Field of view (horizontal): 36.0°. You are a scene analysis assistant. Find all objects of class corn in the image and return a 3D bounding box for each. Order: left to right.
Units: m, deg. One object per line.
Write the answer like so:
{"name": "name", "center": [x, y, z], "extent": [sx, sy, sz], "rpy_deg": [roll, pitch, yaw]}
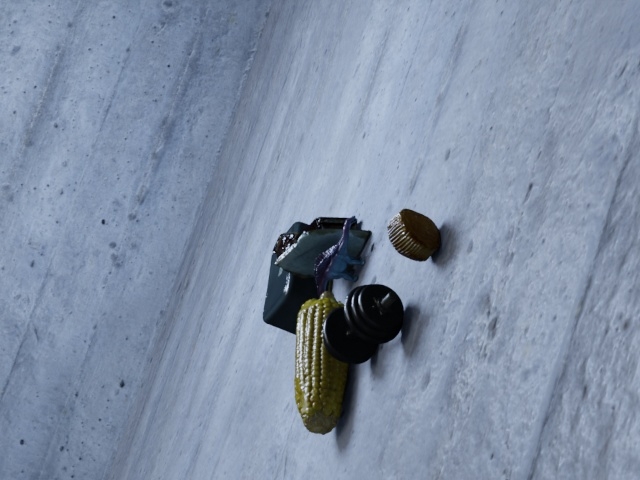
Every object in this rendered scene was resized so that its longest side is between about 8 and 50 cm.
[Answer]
{"name": "corn", "center": [0.002, 0.198, 1.650], "extent": [0.097, 0.097, 0.262], "rpy_deg": [-50, 27, 47]}

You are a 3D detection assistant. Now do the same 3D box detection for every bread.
{"name": "bread", "center": [0.137, -0.004, 1.489], "extent": [0.053, 0.085, 0.085], "rpy_deg": [-48, 27, 33]}

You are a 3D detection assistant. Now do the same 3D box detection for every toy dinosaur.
{"name": "toy dinosaur", "center": [0.030, 0.047, 1.757], "extent": [0.197, 0.080, 0.045], "rpy_deg": [-65, 21, 13]}

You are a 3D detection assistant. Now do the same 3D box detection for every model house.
{"name": "model house", "center": [-0.007, 0.000, 1.837], "extent": [0.152, 0.165, 0.106], "rpy_deg": [-111, 28, -67]}

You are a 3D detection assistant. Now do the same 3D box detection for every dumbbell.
{"name": "dumbbell", "center": [0.065, 0.129, 1.528], "extent": [0.208, 0.099, 0.099], "rpy_deg": [131, 154, -51]}

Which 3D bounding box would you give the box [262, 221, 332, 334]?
{"name": "box", "center": [-0.043, 0.073, 1.933], "extent": [0.144, 0.090, 0.201], "rpy_deg": [130, 153, -49]}

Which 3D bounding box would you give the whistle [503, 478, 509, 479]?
{"name": "whistle", "center": [0.179, 0.342, 0.970], "extent": [0.105, 0.085, 0.227], "rpy_deg": [-48, 26, 50]}
